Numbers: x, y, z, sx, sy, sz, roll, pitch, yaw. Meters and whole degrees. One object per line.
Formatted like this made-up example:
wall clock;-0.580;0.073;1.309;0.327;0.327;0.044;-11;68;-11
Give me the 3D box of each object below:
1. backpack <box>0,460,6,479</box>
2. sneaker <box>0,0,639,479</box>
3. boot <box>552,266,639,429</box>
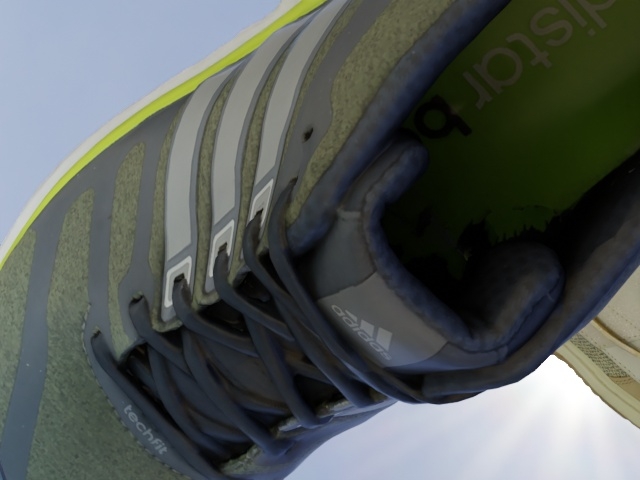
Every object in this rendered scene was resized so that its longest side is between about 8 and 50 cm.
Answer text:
backpack;-0.180;0.081;0.359;0.225;0.191;0.253;20;-63;31
sneaker;0.000;0.000;0.417;0.300;0.111;0.121;-46;-167;24
boot;0.160;-0.004;0.757;0.213;0.077;0.165;33;-48;18
